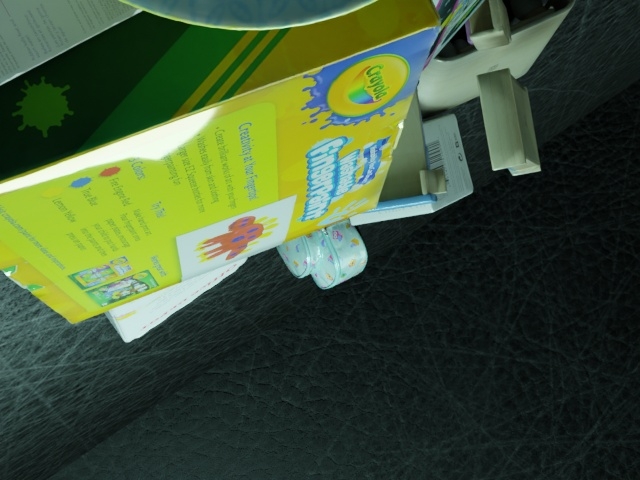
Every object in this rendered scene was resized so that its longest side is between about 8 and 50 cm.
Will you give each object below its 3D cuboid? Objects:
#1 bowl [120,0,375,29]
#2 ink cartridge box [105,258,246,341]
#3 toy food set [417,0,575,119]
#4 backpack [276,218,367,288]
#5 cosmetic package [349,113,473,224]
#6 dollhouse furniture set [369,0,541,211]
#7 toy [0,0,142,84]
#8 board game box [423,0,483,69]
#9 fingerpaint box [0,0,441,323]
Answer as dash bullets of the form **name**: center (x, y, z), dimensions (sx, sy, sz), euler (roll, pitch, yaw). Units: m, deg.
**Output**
- **bowl**: center (-0.042, -0.267, 0.440), dimensions (0.289, 0.289, 0.156), euler (-46, -151, 41)
- **ink cartridge box**: center (-0.215, 0.000, 1.208), dimensions (0.226, 0.131, 0.306), euler (-34, 171, -17)
- **toy food set**: center (0.269, -0.328, 1.531), dimensions (0.306, 0.092, 0.220), euler (-25, 167, -14)
- **backpack**: center (0.000, 0.000, 1.755), dimensions (0.144, 0.188, 0.166), euler (-32, 169, -27)
- **cosmetic package**: center (0.146, -0.126, 1.611), dimensions (0.183, 0.151, 0.151), euler (-7, -169, 40)
- **dollhouse furniture set**: center (0.157, -0.197, 1.383), dimensions (0.303, 0.287, 0.198), euler (-10, 178, 19)
- **toy**: center (-0.239, -0.154, 0.551), dimensions (0.237, 0.137, 0.056), euler (-32, -157, -15)
- **board game box**: center (0.133, -0.307, 0.972), dimensions (0.224, 0.097, 0.303), euler (-50, 174, -16)
- **fingerpaint box**: center (-0.122, -0.098, 0.810), dimensions (0.371, 0.163, 0.445), euler (-21, 167, -7)
